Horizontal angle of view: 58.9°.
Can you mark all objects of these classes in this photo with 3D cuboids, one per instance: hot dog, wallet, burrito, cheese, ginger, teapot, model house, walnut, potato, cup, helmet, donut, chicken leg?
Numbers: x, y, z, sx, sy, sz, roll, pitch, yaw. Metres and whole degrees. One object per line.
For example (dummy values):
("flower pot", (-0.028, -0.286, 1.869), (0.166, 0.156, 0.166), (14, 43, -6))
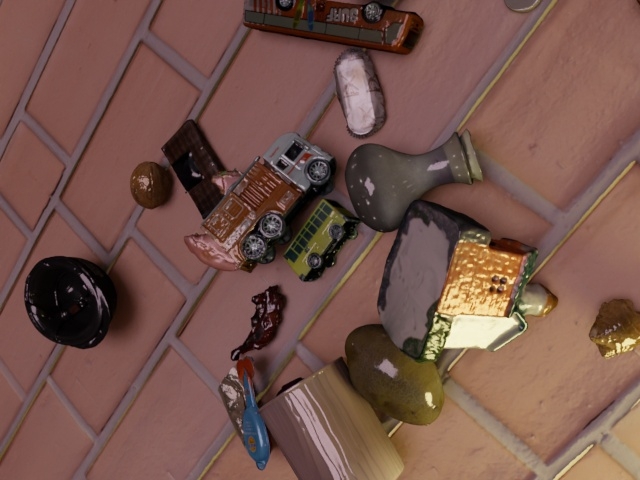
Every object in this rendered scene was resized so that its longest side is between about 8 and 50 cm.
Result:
("hot dog", (0.080, -0.316, 1.211), (0.099, 0.053, 0.192), (-16, 91, 15))
("wallet", (-0.306, -0.177, 1.418), (0.124, 0.042, 0.230), (-38, 79, 21))
("burrito", (-0.183, 0.412, 1.365), (0.087, 0.060, 0.226), (-31, 77, 19))
("cheese", (-0.153, 0.392, 1.292), (0.106, 0.037, 0.256), (-23, 74, 51))
("ginger", (0.550, 0.142, 0.987), (0.165, 0.067, 0.096), (-18, 84, 13))
("teapot", (0.182, -0.126, 1.114), (0.250, 0.183, 0.184), (-18, 83, 13))
("model house", (0.291, 0.086, 1.056), (0.300, 0.190, 0.272), (9, 105, -18))
("walnut", (-0.438, -0.141, 1.457), (0.105, 0.105, 0.125), (12, 112, 26))
("potato", (0.148, 0.265, 1.135), (0.160, 0.178, 0.235), (-42, 81, 1))
("cup", (-0.002, 0.423, 1.194), (0.288, 0.208, 0.273), (-39, 77, 21))
("helmet", (-0.648, 0.158, 1.538), (0.278, 0.160, 0.231), (28, 102, 9))
("donut", (-0.189, -0.038, 1.317), (0.199, 0.085, 0.233), (26, 87, 2))
("chicken leg", (-0.144, 0.203, 1.346), (0.089, 0.048, 0.219), (28, 104, 26))

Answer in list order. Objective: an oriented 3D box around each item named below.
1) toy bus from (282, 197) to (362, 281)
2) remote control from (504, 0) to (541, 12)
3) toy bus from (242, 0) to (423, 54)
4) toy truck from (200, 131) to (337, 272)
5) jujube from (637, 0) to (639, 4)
("toy bus", (0.000, 0.000, 1.246), (0.101, 0.088, 0.175), (43, 107, 21))
("remote control", (0.421, -0.543, 1.050), (0.077, 0.022, 0.245), (34, 106, 20))
("toy bus", (0.017, -0.475, 1.219), (0.408, 0.093, 0.092), (19, 108, 26))
("toy truck", (-0.108, -0.089, 1.217), (0.162, 0.136, 0.305), (40, 87, 8))
("jujube", (0.586, -0.462, 0.918), (0.109, 0.112, 0.176), (42, 115, 54))
